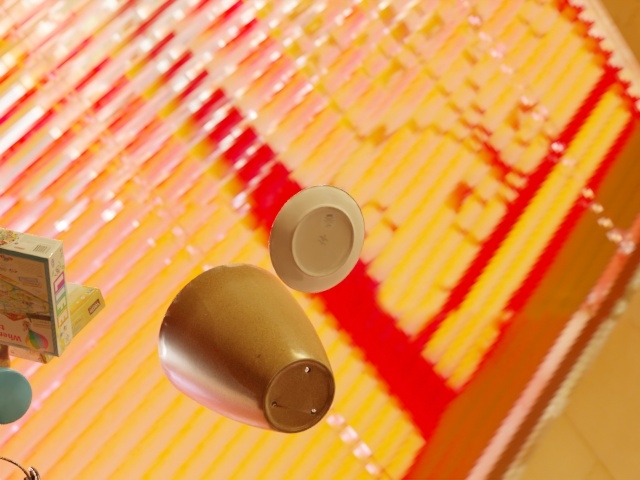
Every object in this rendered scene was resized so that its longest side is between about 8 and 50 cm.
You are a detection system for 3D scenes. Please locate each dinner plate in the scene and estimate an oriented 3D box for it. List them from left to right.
[{"bbox_3d":[0.000,0.000,1.532,0.141,0.141,0.017,-44,-148,-15],"label":"dinner plate"}]

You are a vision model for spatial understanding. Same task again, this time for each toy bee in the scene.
[{"bbox_3d":[-0.435,0.205,1.489,0.162,0.298,0.195,-13,168,-29],"label":"toy bee"}]

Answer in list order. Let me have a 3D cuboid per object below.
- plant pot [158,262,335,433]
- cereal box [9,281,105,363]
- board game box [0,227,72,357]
[{"bbox_3d":[-0.089,0.186,1.830,0.237,0.237,0.254,-42,-147,-10],"label":"plant pot"},{"bbox_3d":[-0.528,0.132,2.166,0.240,0.047,0.173,8,-141,30],"label":"cereal box"},{"bbox_3d":[-0.283,0.034,1.003,0.154,0.103,0.026,12,-144,12],"label":"board game box"}]
